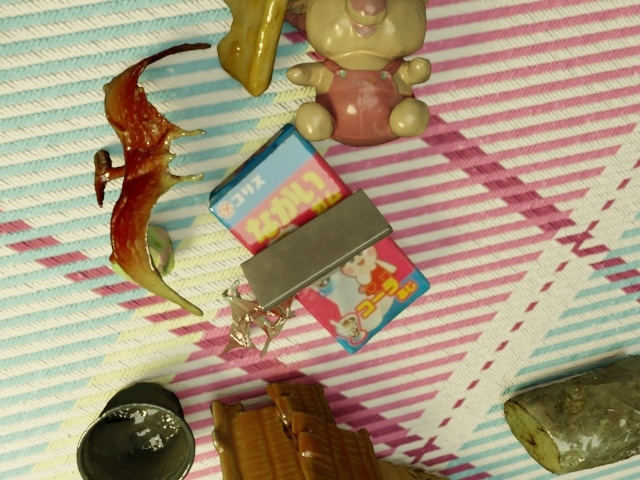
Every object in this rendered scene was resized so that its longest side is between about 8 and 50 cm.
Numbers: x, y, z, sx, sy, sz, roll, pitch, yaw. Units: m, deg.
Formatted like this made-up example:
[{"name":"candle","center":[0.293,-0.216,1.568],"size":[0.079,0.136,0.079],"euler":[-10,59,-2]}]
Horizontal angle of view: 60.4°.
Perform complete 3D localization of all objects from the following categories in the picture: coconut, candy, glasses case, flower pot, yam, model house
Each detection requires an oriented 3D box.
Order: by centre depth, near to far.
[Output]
[{"name":"glasses case","center":[-0.006,0.013,0.699],"size":[0.191,0.042,0.072],"euler":[-32,66,-1]},{"name":"coconut","center":[-0.238,0.020,0.750],"size":[0.081,0.082,0.083],"euler":[34,73,-11]},{"name":"candy","center":[0.000,-0.001,0.781],"size":[0.157,0.100,0.306],"euler":[-42,109,3]},{"name":"flower pot","center":[-0.262,0.283,0.802],"size":[0.158,0.107,0.157],"euler":[-3,103,-12]},{"name":"model house","center":[-0.031,0.334,0.821],"size":[0.229,0.199,0.219],"euler":[-11,140,-8]},{"name":"yam","center":[0.458,0.299,0.925],"size":[0.255,0.154,0.153],"euler":[-15,107,-9]}]

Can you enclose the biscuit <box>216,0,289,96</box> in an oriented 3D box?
[{"name":"biscuit","center":[-0.107,-0.293,0.685],"size":[0.039,0.174,0.183],"euler":[-29,148,-41]}]

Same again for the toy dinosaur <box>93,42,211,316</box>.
[{"name":"toy dinosaur","center":[-0.192,-0.078,0.683],"size":[0.207,0.113,0.327],"euler":[-36,67,30]}]

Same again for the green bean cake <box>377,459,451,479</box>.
[{"name":"green bean cake","center":[0.114,0.491,0.915],"size":[0.224,0.131,0.229],"euler":[22,100,-17]}]

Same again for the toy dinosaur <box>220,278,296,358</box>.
[{"name":"toy dinosaur","center":[-0.096,0.108,0.782],"size":[0.108,0.032,0.220],"euler":[40,131,-8]}]

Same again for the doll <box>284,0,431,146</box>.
[{"name":"doll","center":[0.051,-0.249,0.688],"size":[0.196,0.152,0.255],"euler":[-1,94,-25]}]
